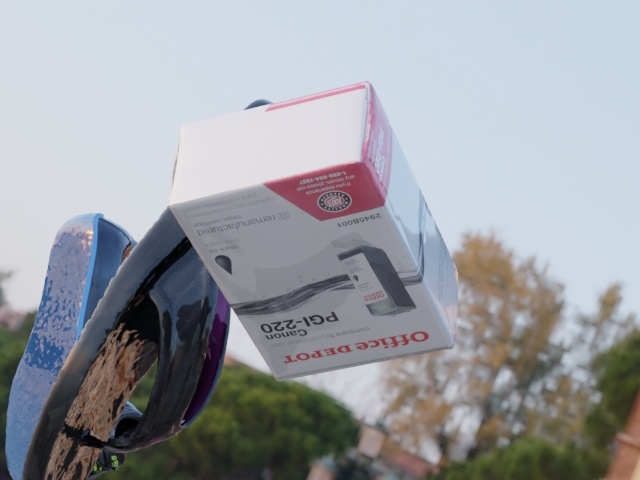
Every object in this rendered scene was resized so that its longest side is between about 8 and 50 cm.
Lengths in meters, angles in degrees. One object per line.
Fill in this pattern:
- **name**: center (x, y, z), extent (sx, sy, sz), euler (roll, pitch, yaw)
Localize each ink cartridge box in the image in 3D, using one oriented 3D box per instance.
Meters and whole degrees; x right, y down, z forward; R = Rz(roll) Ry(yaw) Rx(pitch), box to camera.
- **ink cartridge box**: center (0.000, 0.000, 1.204), extent (0.159, 0.092, 0.218), euler (-12, -45, 18)

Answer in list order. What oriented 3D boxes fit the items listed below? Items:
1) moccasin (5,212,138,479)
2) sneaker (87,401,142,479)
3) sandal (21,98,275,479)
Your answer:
- **moccasin**: center (-0.282, 0.139, 1.914), extent (0.138, 0.342, 0.117), euler (6, -14, 44)
- **sneaker**: center (-0.290, 0.270, 1.983), extent (0.078, 0.188, 0.067), euler (22, -41, 20)
- **sandal**: center (-0.122, 0.064, 1.430), extent (0.107, 0.445, 0.167), euler (27, -19, 15)
